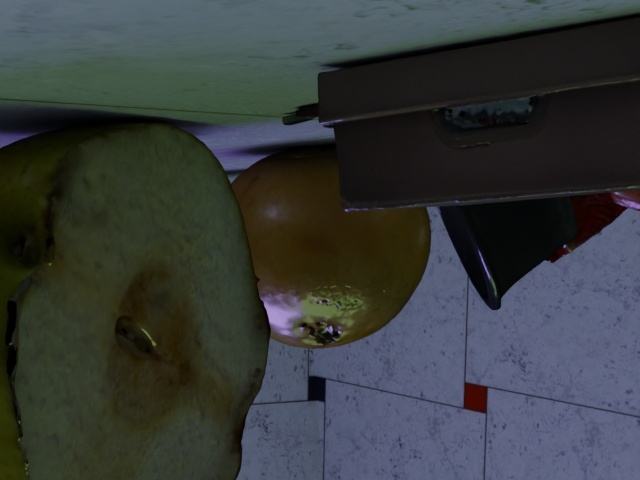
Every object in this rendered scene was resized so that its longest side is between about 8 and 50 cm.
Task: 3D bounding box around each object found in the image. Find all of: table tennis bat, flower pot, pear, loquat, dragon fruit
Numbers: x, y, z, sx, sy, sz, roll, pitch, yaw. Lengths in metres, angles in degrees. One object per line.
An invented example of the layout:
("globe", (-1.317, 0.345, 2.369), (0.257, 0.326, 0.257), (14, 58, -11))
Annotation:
("table tennis bat", (-0.002, -0.099, 0.855), (0.050, 0.007, 0.083), (-6, 180, -39))
("flower pot", (0.245, -0.041, 1.450), (0.148, 0.235, 0.235), (-24, -179, 1))
("pear", (-0.204, 0.074, 0.889), (0.191, 0.340, 0.386), (6, 152, 22))
("loquat", (0.000, 0.000, 1.303), (0.263, 0.263, 0.263), (-4, -179, 0))
("dragon fruit", (0.374, -0.083, 1.658), (0.205, 0.152, 0.317), (-31, 178, 3))

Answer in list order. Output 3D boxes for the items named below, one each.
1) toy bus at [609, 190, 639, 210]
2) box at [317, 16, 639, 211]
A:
("toy bus", (0.379, -0.081, 1.059), (0.120, 0.121, 0.265), (8, -171, 40))
("box", (0.144, -0.068, 0.661), (0.215, 0.086, 0.215), (-4, -178, 32))
